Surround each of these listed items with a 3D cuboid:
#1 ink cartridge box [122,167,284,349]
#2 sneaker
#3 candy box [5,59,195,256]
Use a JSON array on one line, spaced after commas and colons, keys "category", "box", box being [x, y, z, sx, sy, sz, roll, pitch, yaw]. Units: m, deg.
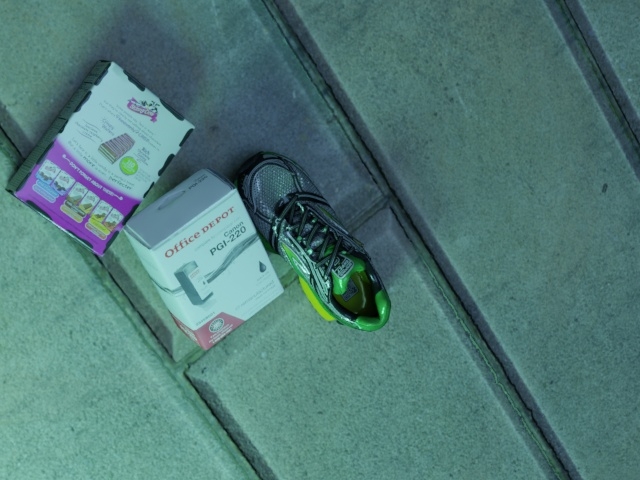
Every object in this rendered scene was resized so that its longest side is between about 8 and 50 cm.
[{"category": "ink cartridge box", "box": [-0.167, 0.027, 1.887, 0.158, 0.092, 0.218, -37, 130, -16]}, {"category": "sneaker", "box": [0.000, 0.000, 1.967, 0.134, 0.146, 0.343, -46, 113, -12]}, {"category": "candy box", "box": [-0.312, -0.118, 1.839, 0.159, 0.071, 0.233, 39, 81, -26]}]
